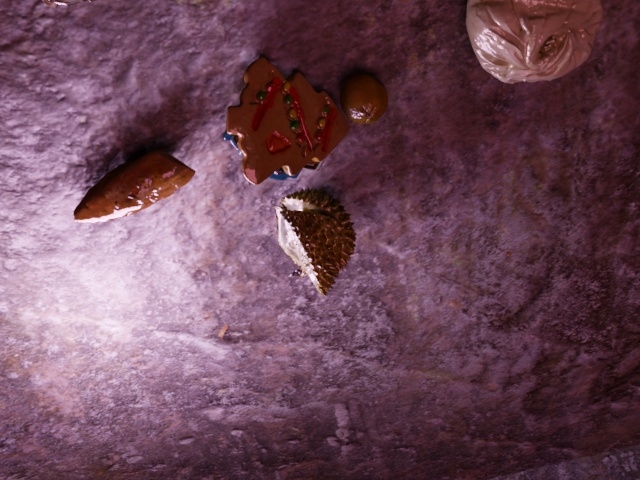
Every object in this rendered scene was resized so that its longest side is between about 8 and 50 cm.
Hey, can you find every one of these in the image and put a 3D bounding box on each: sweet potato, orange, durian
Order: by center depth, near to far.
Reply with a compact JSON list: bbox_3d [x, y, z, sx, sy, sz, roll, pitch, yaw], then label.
[{"bbox_3d":[0.075,-0.243,1.378,0.085,0.095,0.085,-3,138,-3],"label":"orange"},{"bbox_3d":[-0.343,-0.095,1.436,0.251,0.097,0.097,-24,136,18],"label":"sweet potato"},{"bbox_3d":[0.000,0.000,1.554,0.137,0.193,0.237,-30,162,-17],"label":"durian"}]

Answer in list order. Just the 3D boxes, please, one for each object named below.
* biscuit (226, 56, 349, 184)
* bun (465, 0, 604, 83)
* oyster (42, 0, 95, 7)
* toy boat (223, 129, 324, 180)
[{"bbox_3d":[-0.050,-0.199,1.360,0.238,0.041,0.212,-1,93,-30],"label":"biscuit"},{"bbox_3d":[0.354,-0.353,1.305,0.229,0.145,0.229,-5,137,-5],"label":"bun"},{"bbox_3d":[-0.388,-0.388,1.142,0.165,0.053,0.108,35,93,-30],"label":"oyster"},{"bbox_3d":[-0.072,-0.164,1.418,0.215,0.102,0.088,14,128,-25],"label":"toy boat"}]
